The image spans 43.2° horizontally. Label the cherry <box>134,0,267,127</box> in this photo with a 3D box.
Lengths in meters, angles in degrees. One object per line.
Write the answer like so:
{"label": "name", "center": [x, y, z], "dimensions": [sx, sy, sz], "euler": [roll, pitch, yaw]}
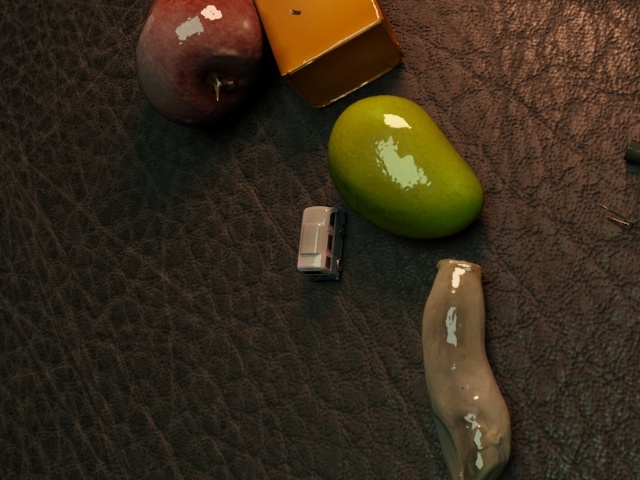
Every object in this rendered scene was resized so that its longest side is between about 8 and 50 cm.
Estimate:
{"label": "cherry", "center": [-0.220, -0.348, 1.460], "dimensions": [0.261, 0.221, 0.307], "euler": [-51, 37, 25]}

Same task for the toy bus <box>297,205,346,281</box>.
{"label": "toy bus", "center": [0.000, 0.000, 1.316], "dimensions": [0.060, 0.075, 0.123], "euler": [-2, 72, 26]}

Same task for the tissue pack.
{"label": "tissue pack", "center": [0.007, -0.404, 1.413], "dimensions": [0.194, 0.145, 0.275], "euler": [-27, 64, 18]}

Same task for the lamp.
{"label": "lamp", "center": [0.445, -0.082, 1.151], "dimensions": [0.054, 0.041, 0.121], "euler": [25, 81, 22]}

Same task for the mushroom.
{"label": "mushroom", "center": [0.201, 0.188, 1.143], "dimensions": [0.109, 0.097, 0.351], "euler": [-15, 65, 21]}

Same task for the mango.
{"label": "mango", "center": [0.118, -0.107, 1.255], "dimensions": [0.185, 0.149, 0.273], "euler": [-37, 66, 8]}
